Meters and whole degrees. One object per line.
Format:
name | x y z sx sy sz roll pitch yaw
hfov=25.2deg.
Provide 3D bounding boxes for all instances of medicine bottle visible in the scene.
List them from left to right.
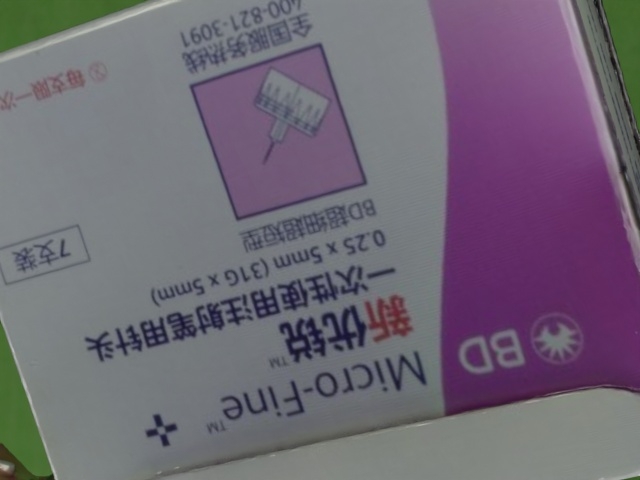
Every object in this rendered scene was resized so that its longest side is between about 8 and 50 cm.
medicine bottle | 0.000 0.000 0.429 0.201 0.052 0.171 -14 96 18

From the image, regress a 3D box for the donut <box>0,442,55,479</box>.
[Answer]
donut | -0.100 0.113 0.695 0.117 0.166 0.065 29 161 43
